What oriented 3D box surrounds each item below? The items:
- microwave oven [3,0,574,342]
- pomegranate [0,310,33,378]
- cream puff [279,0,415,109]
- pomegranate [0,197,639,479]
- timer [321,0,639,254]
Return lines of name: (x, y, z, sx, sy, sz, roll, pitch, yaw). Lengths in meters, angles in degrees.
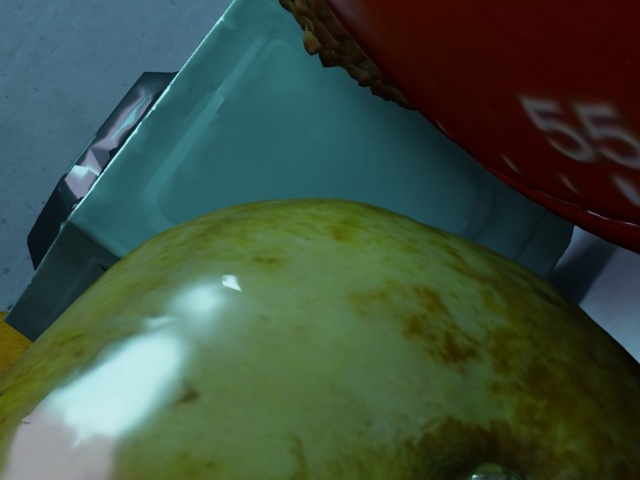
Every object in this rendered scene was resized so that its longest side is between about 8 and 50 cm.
microwave oven: (-0.027, 0.010, 0.960, 0.181, 0.237, 0.295, -55, 6, -19)
pomegranate: (-0.234, 0.182, 1.217, 0.264, 0.264, 0.264, -50, 10, 12)
cream puff: (0.089, -0.162, 0.777, 0.350, 0.350, 0.228, -100, 33, -77)
pomegranate: (-0.016, 0.127, 0.511, 0.270, 0.229, 0.252, -50, 7, 46)
timer: (0.158, -0.167, 0.438, 0.378, 0.279, 0.378, -23, 48, 28)
